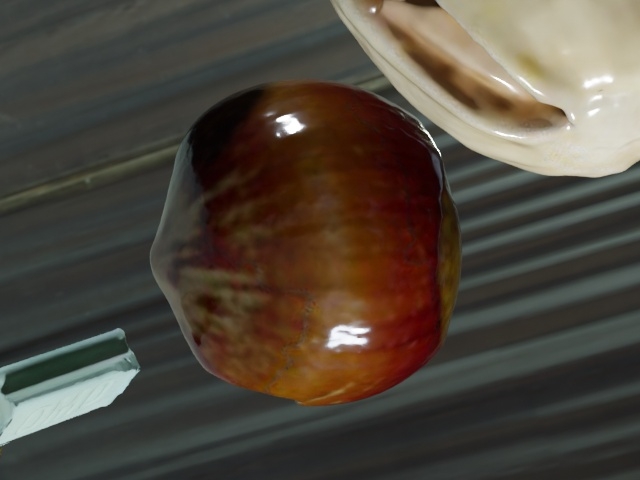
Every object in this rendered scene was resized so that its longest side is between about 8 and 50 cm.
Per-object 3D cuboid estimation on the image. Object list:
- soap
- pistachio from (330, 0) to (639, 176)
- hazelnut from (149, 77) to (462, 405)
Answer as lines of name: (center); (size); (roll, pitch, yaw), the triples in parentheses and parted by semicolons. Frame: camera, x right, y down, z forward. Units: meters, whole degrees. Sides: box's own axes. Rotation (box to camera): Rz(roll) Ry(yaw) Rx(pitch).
soap: (-0.323, 0.180, 1.435); (0.198, 0.114, 0.063); (-18, 68, -48)
pistachio: (0.132, -0.175, 0.845); (0.318, 0.193, 0.214); (44, 41, 5)
hazelnut: (0.000, 0.000, 1.545); (0.402, 0.402, 0.429); (19, 67, -75)
